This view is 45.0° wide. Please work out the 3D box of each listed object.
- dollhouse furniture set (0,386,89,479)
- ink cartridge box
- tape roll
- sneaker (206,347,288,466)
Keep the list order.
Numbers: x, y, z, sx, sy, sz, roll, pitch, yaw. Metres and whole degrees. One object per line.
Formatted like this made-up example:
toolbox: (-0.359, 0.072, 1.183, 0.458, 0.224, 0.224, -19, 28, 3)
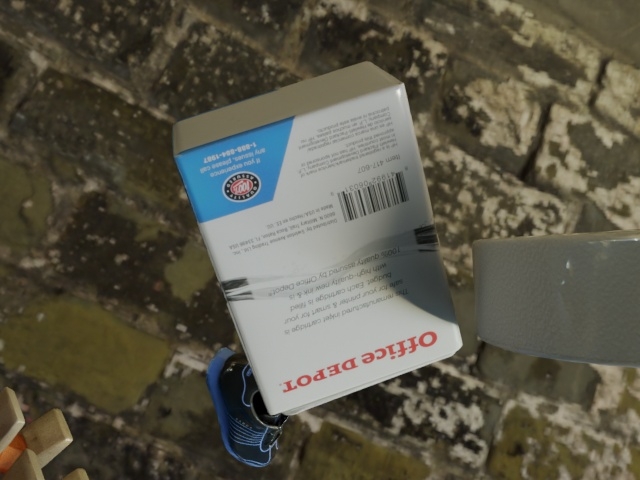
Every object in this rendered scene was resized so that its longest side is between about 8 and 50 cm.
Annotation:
dollhouse furniture set: (-0.337, 0.134, 0.582, 0.259, 0.135, 0.262, 46, -179, 43)
ink cartridge box: (0.000, 0.000, 0.537, 0.086, 0.148, 0.203, -119, 12, -64)
tape roll: (0.294, 0.023, 0.501, 0.392, 0.071, 0.392, -2, 180, 0)
sneaker: (-0.081, 0.239, 1.034, 0.091, 0.081, 0.232, 15, 141, 28)
